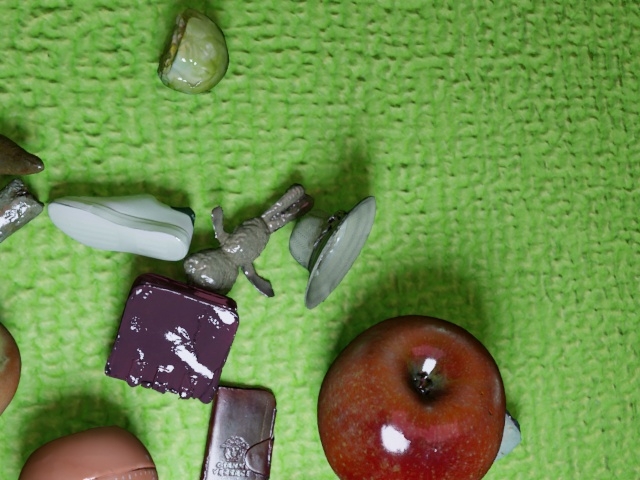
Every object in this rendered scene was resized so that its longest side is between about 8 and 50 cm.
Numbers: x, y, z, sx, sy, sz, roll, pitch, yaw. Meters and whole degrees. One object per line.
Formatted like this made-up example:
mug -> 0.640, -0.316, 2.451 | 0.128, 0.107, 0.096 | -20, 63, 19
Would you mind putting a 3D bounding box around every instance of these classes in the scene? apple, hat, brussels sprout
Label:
apple -> 0.166, 0.308, 1.183 | 0.349, 0.277, 0.348 | 5, 54, -7
hat -> 0.000, 0.000, 1.240 | 0.110, 0.252, 0.252 | 30, 77, 15
brussels sprout -> -0.230, -0.350, 1.222 | 0.122, 0.149, 0.151 | 15, 121, -29

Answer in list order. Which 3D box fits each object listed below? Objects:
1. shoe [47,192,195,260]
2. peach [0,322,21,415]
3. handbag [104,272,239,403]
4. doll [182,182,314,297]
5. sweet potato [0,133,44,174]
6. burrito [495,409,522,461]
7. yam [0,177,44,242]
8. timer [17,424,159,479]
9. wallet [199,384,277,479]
shoe -> -0.359, -0.041, 1.197 | 0.265, 0.095, 0.110 | 17, 44, 1
peach -> -0.619, 0.210, 1.018 | 0.252, 0.252, 0.252 | 1, 85, -15
handbag -> -0.267, 0.180, 1.174 | 0.203, 0.074, 0.216 | 17, 105, -10
doll -> -0.143, -0.006, 1.246 | 0.203, 0.091, 0.286 | 29, 89, -45
sweet potato -> -0.642, -0.138, 1.114 | 0.310, 0.098, 0.124 | -15, 83, -11
burrito -> 0.297, 0.422, 1.334 | 0.229, 0.089, 0.144 | -39, 82, -15
yam -> -0.579, -0.031, 1.134 | 0.179, 0.078, 0.078 | -39, 96, -14
timer -> -0.381, 0.429, 1.069 | 0.230, 0.229, 0.215 | -13, 73, -16
wallet -> -0.157, 0.409, 1.236 | 0.137, 0.031, 0.255 | 10, 83, -14
